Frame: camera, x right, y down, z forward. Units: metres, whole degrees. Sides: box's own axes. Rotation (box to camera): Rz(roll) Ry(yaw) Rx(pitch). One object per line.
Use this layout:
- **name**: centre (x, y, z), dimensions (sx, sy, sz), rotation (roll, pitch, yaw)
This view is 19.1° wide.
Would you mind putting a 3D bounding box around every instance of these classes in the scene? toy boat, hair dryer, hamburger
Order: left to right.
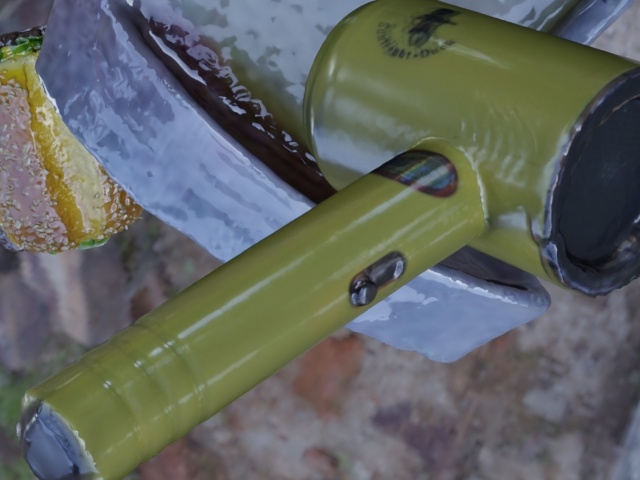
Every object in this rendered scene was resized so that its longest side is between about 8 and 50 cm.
- **hamburger**: centre (-0.179, -0.061, 1.269), dimensions (0.137, 0.087, 0.166), rotation (-18, 122, -12)
- **hair dryer**: centre (0.000, 0.000, 0.680), dimensions (0.135, 0.279, 0.090), rotation (25, 134, 38)
- **toy boat**: centre (0.009, -0.100, 0.834), dimensions (0.276, 0.111, 0.293), rotation (23, 122, 4)
